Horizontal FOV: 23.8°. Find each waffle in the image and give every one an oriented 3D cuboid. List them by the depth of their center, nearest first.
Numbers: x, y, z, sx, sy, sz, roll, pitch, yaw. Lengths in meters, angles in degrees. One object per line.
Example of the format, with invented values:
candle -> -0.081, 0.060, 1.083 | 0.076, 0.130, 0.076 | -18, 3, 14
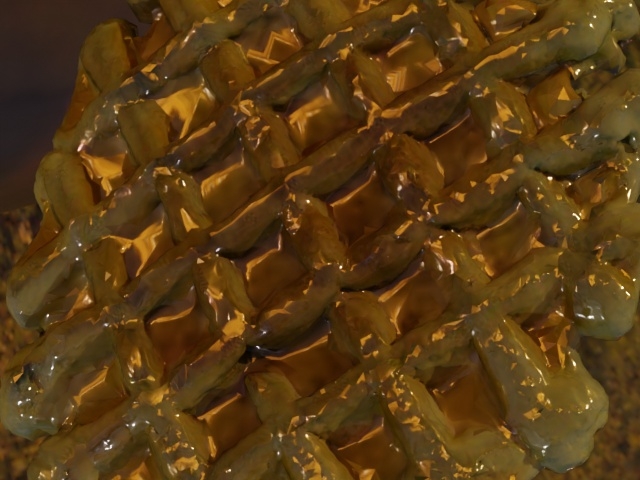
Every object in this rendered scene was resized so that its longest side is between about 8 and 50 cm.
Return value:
waffle -> 0.000, 0.000, 0.391 | 0.169, 0.183, 0.036 | 7, 167, 20

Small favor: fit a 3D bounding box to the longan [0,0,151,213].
longan -> -0.171, -0.162, 0.689 | 0.297, 0.297, 0.297 | -11, 129, -14
